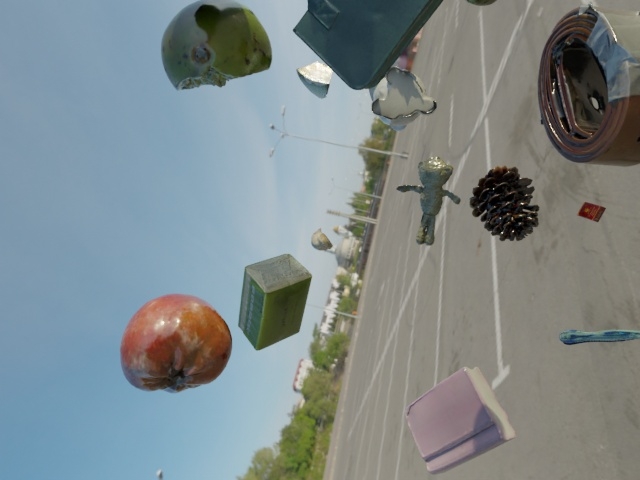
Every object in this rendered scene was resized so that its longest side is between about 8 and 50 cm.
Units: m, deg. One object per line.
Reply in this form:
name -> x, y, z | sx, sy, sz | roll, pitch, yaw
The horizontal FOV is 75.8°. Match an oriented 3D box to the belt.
belt -> 0.438, -0.242, 0.645 | 0.184, 0.104, 0.262 | 113, 159, -72

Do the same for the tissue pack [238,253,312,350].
tissue pack -> -0.166, 0.217, 1.457 | 0.200, 0.167, 0.275 | -16, -48, -37

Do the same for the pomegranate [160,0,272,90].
pomegranate -> -0.296, -0.573, 1.186 | 0.359, 0.309, 0.216 | -81, -22, -58

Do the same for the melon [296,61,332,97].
melon -> -0.023, -0.586, 1.480 | 0.094, 0.139, 0.202 | -67, 16, 1

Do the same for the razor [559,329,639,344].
razor -> 0.771, 0.251, 1.075 | 0.324, 0.056, 0.093 | -21, 46, 61

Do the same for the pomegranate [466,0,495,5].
pomegranate -> 0.378, -0.609, 0.931 | 0.142, 0.114, 0.115 | 114, 174, -59

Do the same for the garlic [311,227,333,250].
garlic -> -0.001, 0.005, 1.698 | 0.094, 0.074, 0.113 | 65, 164, -10

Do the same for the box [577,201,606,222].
box -> 0.892, -0.095, 1.355 | 0.082, 0.023, 0.052 | -99, 31, -75

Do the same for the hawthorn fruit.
hawthorn fruit -> -0.390, 0.276, 1.110 | 0.284, 0.283, 0.285 | 14, -90, -85

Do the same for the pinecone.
pinecone -> 0.693, -0.126, 1.520 | 0.247, 0.245, 0.292 | 98, 166, -49

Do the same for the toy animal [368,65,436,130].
toy animal -> 0.290, -0.523, 1.558 | 0.194, 0.257, 0.357 | -54, 1, 13

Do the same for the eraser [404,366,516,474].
eraser -> 0.510, 0.688, 1.568 | 0.359, 0.122, 0.273 | -48, 48, 32

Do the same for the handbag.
handbag -> 0.109, -0.498, 0.840 | 0.326, 0.238, 0.089 | -48, -9, 34

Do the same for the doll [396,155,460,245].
doll -> 0.379, -0.129, 1.380 | 0.091, 0.202, 0.286 | -18, -87, -41
